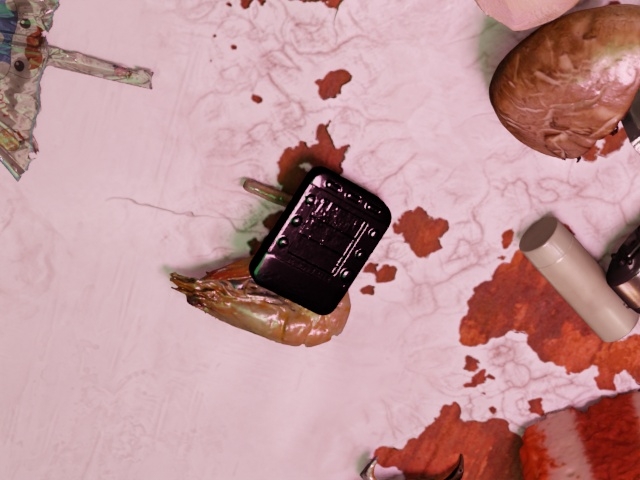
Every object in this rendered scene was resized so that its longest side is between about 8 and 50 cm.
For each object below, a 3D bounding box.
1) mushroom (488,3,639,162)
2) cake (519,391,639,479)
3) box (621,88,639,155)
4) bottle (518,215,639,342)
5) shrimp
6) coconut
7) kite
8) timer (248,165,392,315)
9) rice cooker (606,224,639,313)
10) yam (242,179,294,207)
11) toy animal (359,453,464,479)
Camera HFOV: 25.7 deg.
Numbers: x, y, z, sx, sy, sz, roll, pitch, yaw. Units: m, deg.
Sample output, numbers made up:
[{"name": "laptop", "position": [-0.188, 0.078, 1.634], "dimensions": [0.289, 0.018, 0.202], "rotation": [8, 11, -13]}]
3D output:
[{"name": "mushroom", "position": [0.301, -0.207, 1.779], "dimensions": [0.151, 0.156, 0.285], "rotation": [14, 148, -15]}, {"name": "cake", "position": [0.482, 0.405, 2.092], "dimensions": [0.320, 0.270, 0.269], "rotation": [-15, 118, 10]}, {"name": "box", "position": [0.449, -0.180, 1.783], "dimensions": [0.129, 0.225, 0.086], "rotation": [-38, 112, 19]}, {"name": "bottle", "position": [0.371, 0.056, 2.005], "dimensions": [0.072, 0.072, 0.201], "rotation": [-37, 114, 19]}, {"name": "shrimp", "position": [-0.086, 0.075, 2.024], "dimensions": [0.267, 0.061, 0.145], "rotation": [12, 110, -3]}, {"name": "coconut", "position": [0.255, -0.349, 1.715], "dimensions": [0.194, 0.194, 0.194], "rotation": [0, 120, 0]}, {"name": "kite", "position": [-0.401, -0.256, 1.860], "dimensions": [0.368, 0.014, 0.406], "rotation": [13, 119, -7]}, {"name": "timer", "position": [0.000, 0.000, 1.959], "dimensions": [0.144, 0.055, 0.187], "rotation": [28, 101, -27]}, {"name": "rice cooker", "position": [0.477, 0.025, 1.959], "dimensions": [0.106, 0.112, 0.165], "rotation": [37, 96, -9]}, {"name": "yam", "position": [-0.054, -0.059, 1.968], "dimensions": [0.116, 0.021, 0.021], "rotation": [21, 117, -13]}, {"name": "toy animal", "position": [0.137, 0.394, 2.171], "dimensions": [0.160, 0.272, 0.197], "rotation": [30, 78, 2]}]
